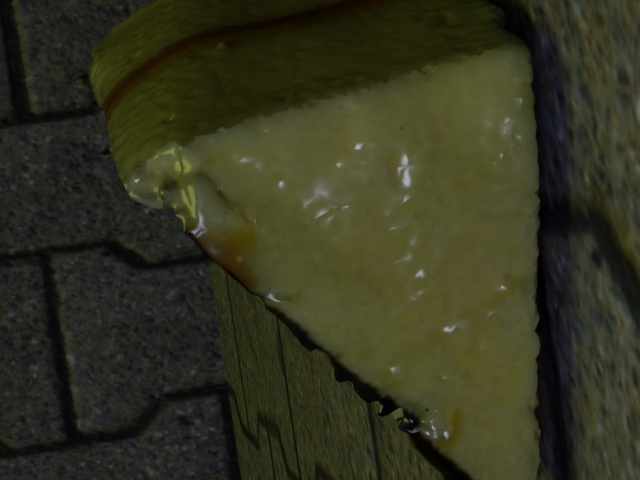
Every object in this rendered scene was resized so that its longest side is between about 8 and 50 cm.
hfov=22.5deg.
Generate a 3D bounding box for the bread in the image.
[{"bbox_3d":[0.000,0.000,0.797,0.263,0.198,0.236,-113,10,-64],"label":"bread"}]
